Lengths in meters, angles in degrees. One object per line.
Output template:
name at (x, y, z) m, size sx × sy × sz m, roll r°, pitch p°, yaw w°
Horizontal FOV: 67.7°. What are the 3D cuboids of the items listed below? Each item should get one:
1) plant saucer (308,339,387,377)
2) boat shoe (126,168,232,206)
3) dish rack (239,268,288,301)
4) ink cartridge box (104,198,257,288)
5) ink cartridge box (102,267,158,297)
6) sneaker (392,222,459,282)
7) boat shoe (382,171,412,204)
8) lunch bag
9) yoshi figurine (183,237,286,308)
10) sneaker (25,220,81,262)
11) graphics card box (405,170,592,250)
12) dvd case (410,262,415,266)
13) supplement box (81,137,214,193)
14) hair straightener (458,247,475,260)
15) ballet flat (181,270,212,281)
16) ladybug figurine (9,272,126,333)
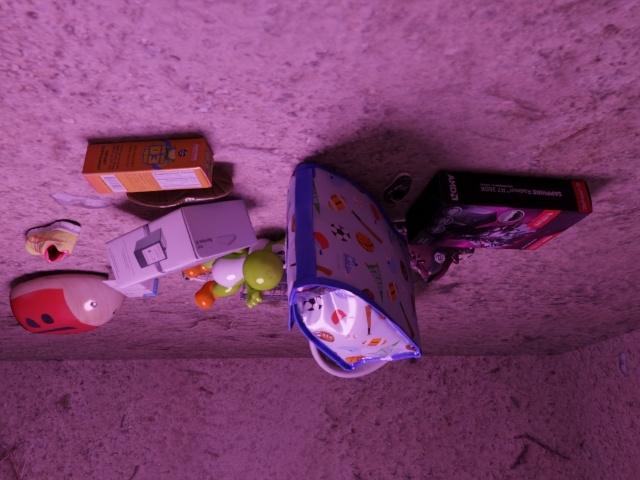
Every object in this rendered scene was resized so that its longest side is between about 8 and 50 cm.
plant saucer at (0.127, 0.259, 1.599) m, size 0.400 × 0.401 × 0.100 m, roll 12°, pitch -170°, yaw -29°
boat shoe at (-0.295, -0.107, 1.020) m, size 0.223 × 0.080 × 0.073 m, roll -5°, pitch 173°, yaw -1°
dish rack at (-0.177, 0.154, 1.653) m, size 0.208 × 0.074 × 0.271 m, roll 6°, pitch 157°, yaw -13°
ink cartridge box at (-0.329, 0.006, 1.139) m, size 0.289 × 0.122 × 0.211 m, roll -18°, pitch 180°, yaw 32°
ink cartridge box at (-0.625, 0.132, 1.577) m, size 0.104 × 0.062 × 0.181 m, roll -4°, pitch 157°, yaw 5°
sneaker at (0.241, 0.040, 1.295) m, size 0.281 × 0.163 × 0.106 m, roll -9°, pitch 156°, yaw 15°
boat shoe at (0.177, -0.110, 1.099) m, size 0.046 × 0.038 × 0.125 m, roll 5°, pitch 156°, yaw -15°
lunch bag at (0.046, 0.058, 1.045) m, size 0.238 × 0.328 × 0.385 m, roll -19°, pitch 140°, yaw 20°
yoshi figurine at (-0.229, 0.086, 1.343) m, size 0.361 × 0.203 × 0.203 m, roll -18°, pitch 145°, yaw 26°
sneaker at (-0.719, 0.016, 1.261) m, size 0.208 × 0.094 × 0.081 m, roll -16°, pitch 154°, yaw 33°
graphics card box at (0.418, -0.064, 1.157) m, size 0.370 × 0.094 × 0.233 m, roll 4°, pitch 156°, yaw -10°
dvd case at (0.195, 0.070, 1.545) m, size 0.221 × 0.018 × 0.164 m, roll -11°, pitch 155°, yaw 21°
supplement box at (-0.333, -0.146, 0.934) m, size 0.233 × 0.078 × 0.080 m, roll -3°, pitch 154°, yaw 1°
hair straightener at (0.362, 0.030, 1.446) m, size 0.230 × 0.047 × 0.089 m, roll 0°, pitch 157°, yaw -16°
ballet flat at (-0.350, 0.101, 1.520) m, size 0.188 × 0.070 × 0.070 m, roll -4°, pitch 157°, yaw 5°
ladybug figurine at (-0.887, 0.231, 1.661) m, size 0.448 × 0.162 × 0.305 m, roll -12°, pitch 155°, yaw 23°
